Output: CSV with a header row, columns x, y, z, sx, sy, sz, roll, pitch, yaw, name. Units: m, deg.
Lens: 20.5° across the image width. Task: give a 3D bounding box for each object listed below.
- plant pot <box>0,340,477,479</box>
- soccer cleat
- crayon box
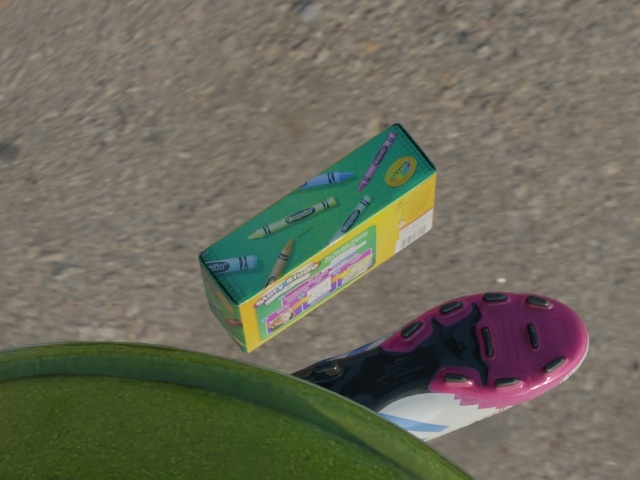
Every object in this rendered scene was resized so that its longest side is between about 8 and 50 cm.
x,y,z,sx,sy,sz,roll,pitch,yaw,name
-0.095,0.278,0.557,0.366,0.353,0.367,6,119,11,plant pot
0.099,0.140,1.729,0.331,0.143,0.116,-17,67,1,soccer cleat
0.000,0.000,2.020,0.278,0.165,0.081,-34,71,-12,crayon box
